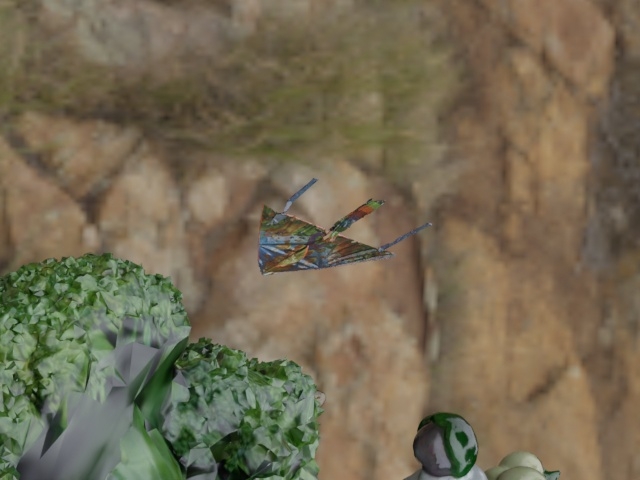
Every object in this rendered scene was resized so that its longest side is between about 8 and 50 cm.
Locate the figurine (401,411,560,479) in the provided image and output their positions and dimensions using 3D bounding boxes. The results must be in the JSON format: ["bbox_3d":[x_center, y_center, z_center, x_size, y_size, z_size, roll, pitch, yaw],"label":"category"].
[{"bbox_3d":[0.035,0.143,0.806,0.093,0.197,0.147,-108,-152,-59],"label":"figurine"}]

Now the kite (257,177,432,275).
[{"bbox_3d":[0.000,0.000,1.644,0.183,0.160,0.010,20,49,-43],"label":"kite"}]

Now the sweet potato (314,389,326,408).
[{"bbox_3d":[-0.121,0.257,1.570,0.079,0.346,0.108,36,23,-37],"label":"sweet potato"}]

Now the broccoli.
[{"bbox_3d":[-0.160,0.188,0.953,0.310,0.321,0.413,62,20,10],"label":"broccoli"}]
